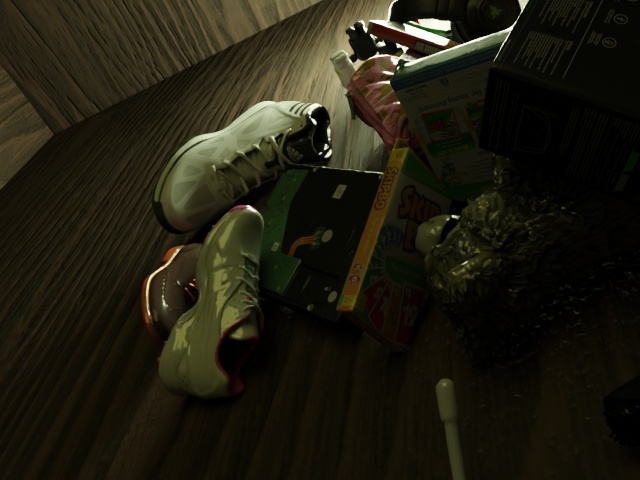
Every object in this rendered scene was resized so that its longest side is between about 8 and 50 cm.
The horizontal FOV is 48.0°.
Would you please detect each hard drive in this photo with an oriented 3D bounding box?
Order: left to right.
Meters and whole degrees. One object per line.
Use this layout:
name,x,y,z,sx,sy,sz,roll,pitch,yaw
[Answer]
hard drive,0.000,0.000,1.126,0.339,0.064,0.237,13,71,53

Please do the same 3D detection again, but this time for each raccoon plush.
raccoon plush,0.318,-0.019,0.780,0.446,0.216,0.299,-8,43,38

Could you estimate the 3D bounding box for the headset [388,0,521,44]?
headset,0.334,-0.449,1.431,0.394,0.185,0.243,10,1,12

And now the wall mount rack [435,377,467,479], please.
wall mount rack,0.186,0.244,0.513,0.350,0.130,0.304,-14,36,30

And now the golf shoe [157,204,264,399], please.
golf shoe,-0.128,0.093,1.076,0.140,0.115,0.306,7,72,35

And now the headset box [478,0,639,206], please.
headset box,0.342,-0.172,0.723,0.283,0.131,0.246,23,66,18

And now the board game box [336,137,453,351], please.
board game box,0.106,0.002,0.938,0.039,0.124,0.260,-4,57,41

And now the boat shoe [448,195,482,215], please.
boat shoe,0.178,-0.038,1.072,0.084,0.079,0.233,-45,28,-22

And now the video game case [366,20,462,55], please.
video game case,0.239,-0.332,1.269,0.285,0.025,0.204,23,22,13

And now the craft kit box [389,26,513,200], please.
craft kit box,0.261,-0.168,1.019,0.249,0.247,0.061,-11,31,33

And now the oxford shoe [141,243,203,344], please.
oxford shoe,-0.245,0.080,1.287,0.098,0.097,0.271,-17,30,14

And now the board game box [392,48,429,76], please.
board game box,0.235,-0.272,1.217,0.347,0.208,0.056,-60,-7,-68

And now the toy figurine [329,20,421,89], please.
toy figurine,0.147,-0.426,1.695,0.213,0.148,0.210,-8,41,34

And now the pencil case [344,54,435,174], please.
pencil case,0.162,-0.230,1.322,0.167,0.160,0.386,-39,27,8

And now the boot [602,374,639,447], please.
boot,0.372,0.132,0.562,0.207,0.094,0.246,-34,20,-14

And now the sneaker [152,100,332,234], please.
sneaker,-0.146,-0.179,1.535,0.257,0.169,0.447,0,38,48

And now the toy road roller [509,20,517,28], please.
toy road roller,0.465,-0.283,1.058,0.329,0.202,0.240,-40,32,-7
